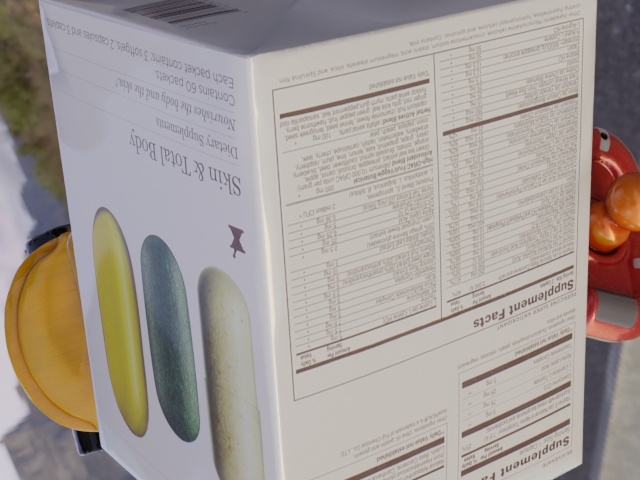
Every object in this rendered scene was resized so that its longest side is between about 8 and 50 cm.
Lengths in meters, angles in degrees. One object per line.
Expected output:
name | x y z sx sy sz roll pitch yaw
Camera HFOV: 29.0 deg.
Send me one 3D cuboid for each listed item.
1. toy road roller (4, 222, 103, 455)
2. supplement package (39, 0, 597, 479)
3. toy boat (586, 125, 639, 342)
toy road roller | -0.089 0.052 1.010 0.240 0.329 0.203 133 122 -79
supplement package | 0.000 0.000 0.638 0.199 0.198 0.263 25 125 50
toy boat | 0.293 -0.020 1.262 0.151 0.151 0.231 -46 39 50
